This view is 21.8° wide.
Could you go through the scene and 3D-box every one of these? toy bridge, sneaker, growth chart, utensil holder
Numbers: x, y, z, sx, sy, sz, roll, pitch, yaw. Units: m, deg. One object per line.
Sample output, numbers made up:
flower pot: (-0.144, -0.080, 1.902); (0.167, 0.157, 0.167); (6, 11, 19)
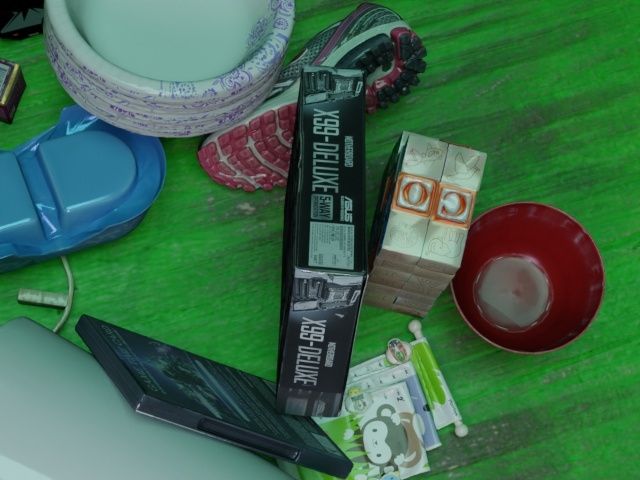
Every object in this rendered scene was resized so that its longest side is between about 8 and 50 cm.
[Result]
toy bridge: (-0.321, 0.069, 1.935); (0.063, 0.026, 0.188); (8, 75, -4)
sneaker: (-0.017, -0.168, 1.986); (0.299, 0.121, 0.112); (-33, 46, -2)
growth chart: (0.052, 0.220, 1.934); (0.237, 0.021, 0.172); (-28, 80, -9)
utensil holder: (-0.231, 0.302, 1.738); (0.385, 0.327, 0.327); (32, 76, 6)

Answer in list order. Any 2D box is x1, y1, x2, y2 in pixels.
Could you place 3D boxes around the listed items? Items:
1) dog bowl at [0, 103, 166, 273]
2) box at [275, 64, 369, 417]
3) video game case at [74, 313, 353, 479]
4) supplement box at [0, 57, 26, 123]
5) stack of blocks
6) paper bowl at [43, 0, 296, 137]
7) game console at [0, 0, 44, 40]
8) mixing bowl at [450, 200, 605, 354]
dog bowl: (-0.324, -0.053, 1.918); (0.297, 0.074, 0.166); (-18, 66, -15)
box: (0.000, 0.000, 1.811); (0.076, 0.242, 0.307); (4, 47, -4)
video game case: (-0.114, 0.167, 1.778); (0.274, 0.196, 0.026); (22, 101, -33)
supplement box: (-0.379, -0.179, 1.960); (0.043, 0.083, 0.055); (18, 76, 0)
stack of blocks: (0.111, -0.029, 1.857); (0.087, 0.297, 0.171); (14, 77, -1)
paper bowl: (-0.178, -0.244, 1.917); (0.284, 0.148, 0.284); (5, 61, -9)
game console: (-0.262, -0.384, 2.041); (0.361, 0.044, 0.213); (-16, 79, -9)
mixing bowl: (0.234, 0.053, 1.950); (0.181, 0.098, 0.181); (1, 76, -4)
